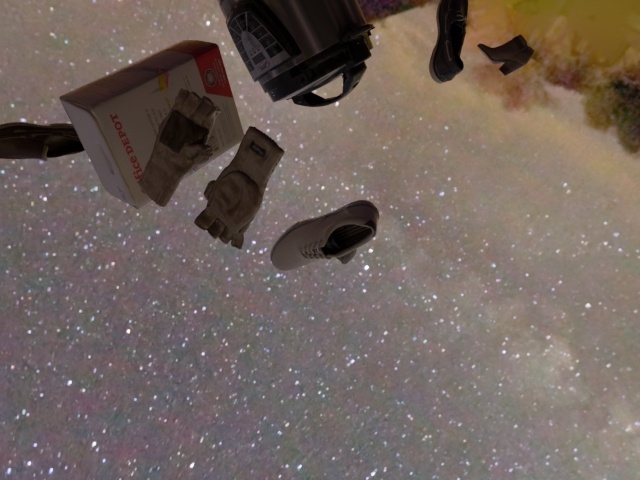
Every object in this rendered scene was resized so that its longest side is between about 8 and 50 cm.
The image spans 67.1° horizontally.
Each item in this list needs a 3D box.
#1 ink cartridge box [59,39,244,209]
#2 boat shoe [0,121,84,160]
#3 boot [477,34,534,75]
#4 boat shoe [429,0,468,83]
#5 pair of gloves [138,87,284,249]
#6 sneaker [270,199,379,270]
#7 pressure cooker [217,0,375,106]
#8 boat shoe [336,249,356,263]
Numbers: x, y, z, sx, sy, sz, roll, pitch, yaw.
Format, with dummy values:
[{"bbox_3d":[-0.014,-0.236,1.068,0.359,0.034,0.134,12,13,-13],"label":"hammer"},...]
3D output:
[{"bbox_3d":[-0.327,-0.248,0.996,0.131,0.226,0.306,25,-129,34],"label":"ink cartridge box"},{"bbox_3d":[-0.744,-0.254,1.263,0.257,0.095,0.095,-23,-124,-41],"label":"boat shoe"},{"bbox_3d":[0.454,-0.465,1.175,0.118,0.087,0.042,49,-157,6],"label":"boot"},{"bbox_3d":[0.269,-0.412,0.947,0.075,0.206,0.065,18,171,-30],"label":"boat shoe"},{"bbox_3d":[-0.186,-0.121,0.803,0.240,0.204,0.042,33,-162,17],"label":"pair of gloves"},{"bbox_3d":[0.000,0.000,0.986,0.094,0.258,0.091,52,-157,-22],"label":"sneaker"},{"bbox_3d":[-0.046,-0.595,1.392,0.420,0.375,0.370,61,-169,-18],"label":"pressure cooker"},{"bbox_3d":[0.057,0.021,1.413,0.060,0.064,0.178,41,-179,25],"label":"boat shoe"}]
